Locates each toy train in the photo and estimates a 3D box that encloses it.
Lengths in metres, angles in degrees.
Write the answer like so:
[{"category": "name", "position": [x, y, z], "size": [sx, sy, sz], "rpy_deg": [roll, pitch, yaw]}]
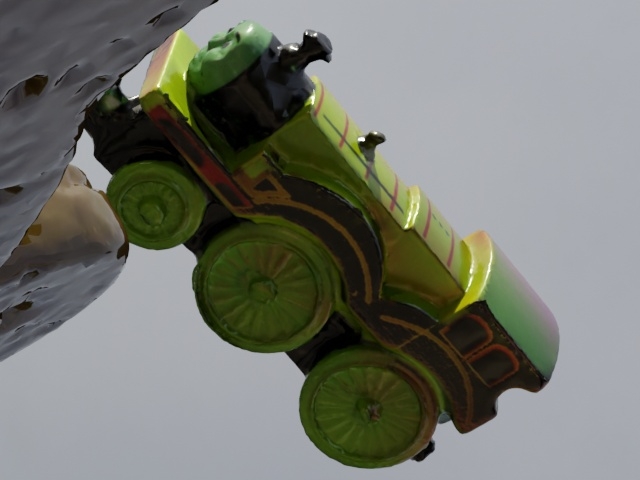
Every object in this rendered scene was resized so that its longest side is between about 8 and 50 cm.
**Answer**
[{"category": "toy train", "position": [0.000, 0.000, 1.032], "size": [0.296, 0.160, 0.100], "rpy_deg": [48, 22, -19]}]

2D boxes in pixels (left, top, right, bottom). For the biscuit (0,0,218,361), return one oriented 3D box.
[{"category": "biscuit", "position": [-0.208, 0.011, 0.519], "size": [0.076, 0.368, 0.394], "rpy_deg": [61, -23, 11]}]
